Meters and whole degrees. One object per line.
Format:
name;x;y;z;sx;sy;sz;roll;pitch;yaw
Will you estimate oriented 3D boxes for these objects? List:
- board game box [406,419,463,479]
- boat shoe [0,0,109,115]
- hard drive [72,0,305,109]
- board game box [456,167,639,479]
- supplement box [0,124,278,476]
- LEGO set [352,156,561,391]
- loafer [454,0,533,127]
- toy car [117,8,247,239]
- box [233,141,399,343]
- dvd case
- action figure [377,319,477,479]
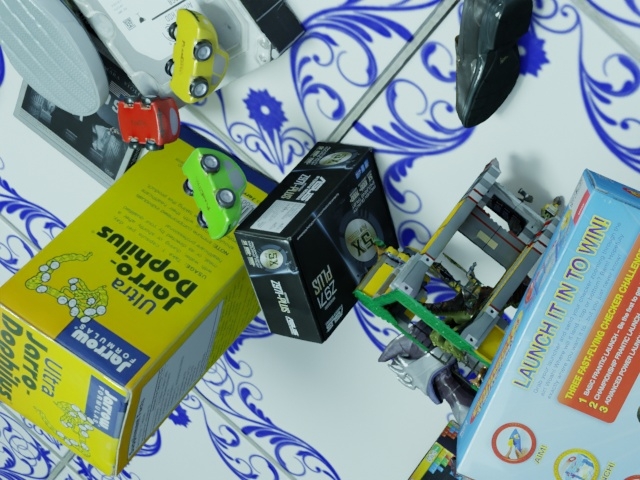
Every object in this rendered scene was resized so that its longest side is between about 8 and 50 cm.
board game box;0.190;0.330;1.750;0.141;0.048;0.170;35;141;10
boat shoe;-0.334;-0.285;1.538;0.109;0.094;0.302;-17;117;38
hard drive;-0.198;-0.312;1.456;0.237;0.064;0.339;-18;115;48
board game box;0.324;0.133;1.246;0.302;0.086;0.308;23;107;-1
supplement box;-0.206;0.064;1.582;0.195;0.356;0.194;32;140;11
LEGO set;0.212;0.059;1.417;0.331;0.192;0.255;37;169;6
loafer;0.158;-0.184;1.292;0.061;0.062;0.170;47;144;30
toy car;-0.131;-0.107;1.444;0.239;0.053;0.225;-45;64;52
box;0.000;0.000;1.489;0.077;0.180;0.147;9;131;34
dvd case;-0.295;-0.181;1.687;0.179;0.029;0.239;38;142;3
action figure;0.196;0.216;1.556;0.285;0.185;0.099;46;110;17
